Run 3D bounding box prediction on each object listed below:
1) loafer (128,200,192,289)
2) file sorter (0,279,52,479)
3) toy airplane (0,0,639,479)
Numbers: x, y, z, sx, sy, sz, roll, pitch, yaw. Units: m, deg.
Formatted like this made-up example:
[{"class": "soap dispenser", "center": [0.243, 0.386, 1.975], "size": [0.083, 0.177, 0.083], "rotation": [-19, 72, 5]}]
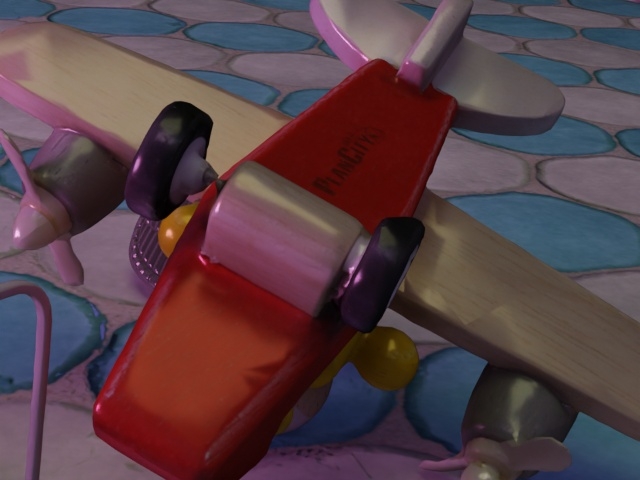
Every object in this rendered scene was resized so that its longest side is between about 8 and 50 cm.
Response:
[{"class": "loafer", "center": [-0.053, 0.026, 0.938], "size": [0.251, 0.094, 0.087], "rotation": [20, -9, 35]}, {"class": "file sorter", "center": [-0.297, 0.074, 0.581], "size": [0.277, 0.173, 0.193], "rotation": [19, 21, 24]}, {"class": "toy airplane", "center": [0.000, 0.000, 0.734], "size": [0.384, 0.272, 0.386], "rotation": [-1, 40, -29]}]
